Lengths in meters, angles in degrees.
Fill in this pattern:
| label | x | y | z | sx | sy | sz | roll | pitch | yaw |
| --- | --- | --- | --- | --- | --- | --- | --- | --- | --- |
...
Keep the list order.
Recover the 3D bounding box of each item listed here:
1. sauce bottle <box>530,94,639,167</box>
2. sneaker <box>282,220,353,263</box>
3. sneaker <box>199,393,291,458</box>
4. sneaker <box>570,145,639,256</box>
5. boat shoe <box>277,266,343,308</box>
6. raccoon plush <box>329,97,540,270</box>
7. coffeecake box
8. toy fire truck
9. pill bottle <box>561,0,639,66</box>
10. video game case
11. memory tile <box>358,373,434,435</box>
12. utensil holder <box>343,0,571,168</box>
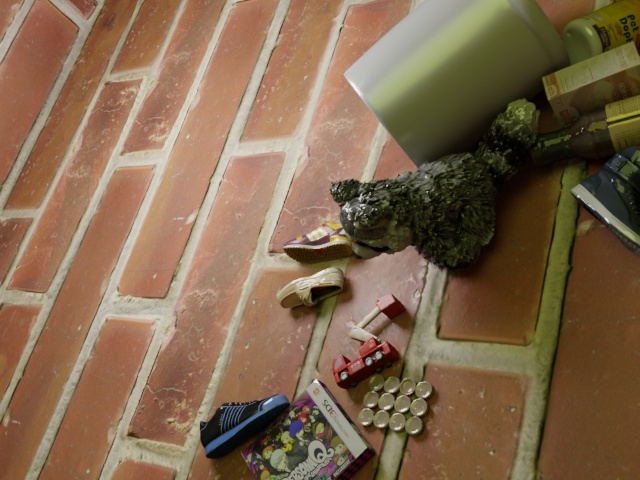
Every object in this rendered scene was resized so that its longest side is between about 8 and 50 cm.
| label | x | y | z | sx | sy | sz | roll | pitch | yaw |
| --- | --- | --- | --- | --- | --- | --- | --- | --- | --- |
| sauce bottle | 0.593 | -0.224 | 1.550 | 0.344 | 0.111 | 0.111 | -12 | 55 | 28 |
| sneaker | 0.000 | 0.000 | 1.852 | 0.185 | 0.069 | 0.084 | -4 | 50 | 26 |
| sneaker | -0.172 | 0.383 | 1.703 | 0.232 | 0.081 | 0.090 | -34 | 55 | 13 |
| sneaker | 0.599 | -0.080 | 1.468 | 0.163 | 0.086 | 0.226 | -40 | 46 | 10 |
| boat shoe | -0.023 | 0.119 | 1.785 | 0.170 | 0.063 | 0.059 | -27 | 44 | 17 |
| raccoon plush | 0.213 | -0.144 | 1.587 | 0.216 | 0.299 | 0.446 | 22 | 87 | 56 |
| coffeecake box | 0.568 | -0.304 | 1.596 | 0.185 | 0.142 | 0.068 | -19 | 53 | 24 |
| toy fire truck | 0.100 | 0.213 | 1.649 | 0.192 | 0.047 | 0.135 | -33 | 48 | 14 |
| pill bottle | 0.622 | -0.437 | 1.632 | 0.215 | 0.117 | 0.117 | -25 | 45 | -13 |
| video game case | -0.030 | 0.435 | 1.598 | 0.232 | 0.042 | 0.210 | -44 | 45 | 2 |
| memory tile | 0.150 | 0.327 | 1.564 | 0.148 | 0.012 | 0.113 | 2 | 63 | 36 |
| utensil holder | 0.293 | -0.372 | 1.715 | 0.385 | 0.327 | 0.327 | -40 | 47 | 10 |
